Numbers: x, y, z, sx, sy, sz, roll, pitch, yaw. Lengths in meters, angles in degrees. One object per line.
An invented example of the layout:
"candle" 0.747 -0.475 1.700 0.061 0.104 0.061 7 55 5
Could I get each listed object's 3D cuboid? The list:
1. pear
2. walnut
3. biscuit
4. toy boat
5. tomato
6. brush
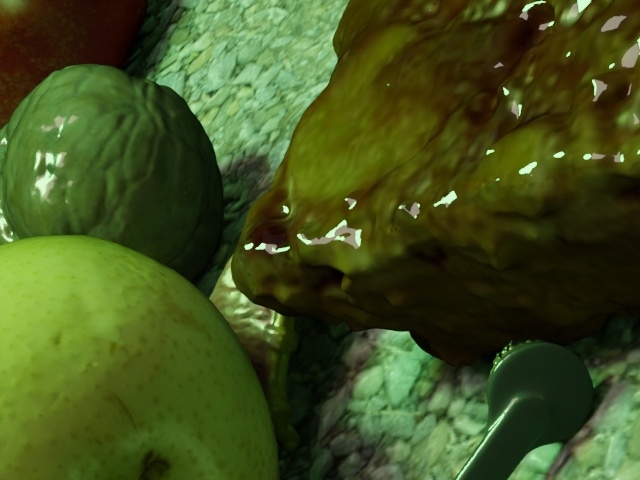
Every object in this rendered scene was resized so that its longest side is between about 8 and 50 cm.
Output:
"pear" -0.178 0.144 1.183 0.309 0.309 0.309 -37 30 26
"walnut" -0.179 -0.033 1.512 0.224 0.224 0.224 -37 30 26
"biscuit" 0.158 -0.100 1.104 0.395 0.166 0.343 -14 46 52
"toy boat" -0.007 -0.001 1.324 0.141 0.099 0.318 121 174 -61
"tomato" -0.335 -0.243 1.922 0.289 0.293 0.325 -13 38 30
"brush" 0.064 0.170 1.050 0.266 0.062 0.027 -55 12 2
